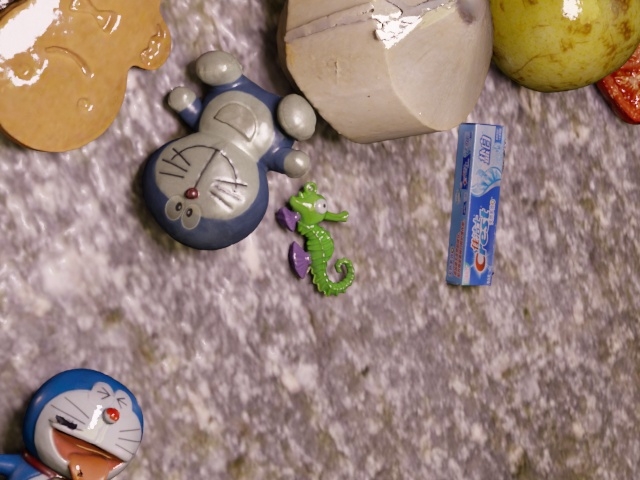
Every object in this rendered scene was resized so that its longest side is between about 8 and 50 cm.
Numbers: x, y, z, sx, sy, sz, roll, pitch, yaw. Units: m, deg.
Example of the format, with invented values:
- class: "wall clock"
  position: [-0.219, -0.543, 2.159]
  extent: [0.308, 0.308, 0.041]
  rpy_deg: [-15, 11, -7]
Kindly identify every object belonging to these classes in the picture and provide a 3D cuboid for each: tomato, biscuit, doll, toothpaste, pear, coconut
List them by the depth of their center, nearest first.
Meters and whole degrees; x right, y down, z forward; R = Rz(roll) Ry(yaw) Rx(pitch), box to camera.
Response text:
- class: "biscuit"
  position: [-0.319, -0.286, 1.415]
  extent: [0.275, 0.052, 0.355]
  rpy_deg: [36, 77, -41]
- class: "doll"
  position: [-0.353, 0.297, 1.445]
  extent: [0.215, 0.161, 0.257]
  rpy_deg: [29, 84, -13]
- class: "doll"
  position: [-0.141, -0.114, 1.516]
  extent: [0.228, 0.154, 0.258]
  rpy_deg: [30, 72, 5]
- class: "coconut"
  position: [0.105, -0.292, 1.526]
  extent: [0.322, 0.323, 0.323]
  rpy_deg: [-4, 98, -28]
- class: "doll"
  position: [0.000, 0.000, 1.662]
  extent: [0.115, 0.050, 0.190]
  rpy_deg: [-19, 107, -18]
- class: "pear"
  position: [0.383, -0.374, 1.708]
  extent: [0.283, 0.283, 0.284]
  rpy_deg: [-4, 98, -28]
- class: "toothpaste"
  position: [0.262, -0.060, 1.795]
  extent: [0.066, 0.053, 0.272]
  rpy_deg: [2, 96, -29]
- class: "tomato"
  position: [0.560, -0.307, 1.912]
  extent: [0.174, 0.082, 0.166]
  rpy_deg: [-46, 111, -12]

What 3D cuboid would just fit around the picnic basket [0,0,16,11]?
- class: "picnic basket"
  position: [-0.458, -0.263, 1.375]
  extent: [0.110, 0.055, 0.193]
  rpy_deg: [32, 79, -28]
